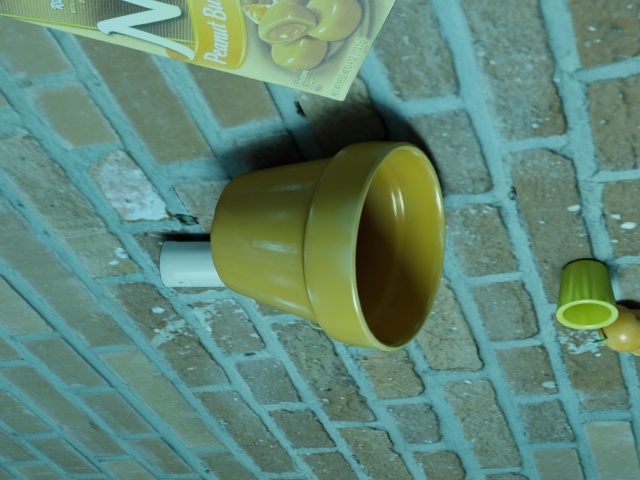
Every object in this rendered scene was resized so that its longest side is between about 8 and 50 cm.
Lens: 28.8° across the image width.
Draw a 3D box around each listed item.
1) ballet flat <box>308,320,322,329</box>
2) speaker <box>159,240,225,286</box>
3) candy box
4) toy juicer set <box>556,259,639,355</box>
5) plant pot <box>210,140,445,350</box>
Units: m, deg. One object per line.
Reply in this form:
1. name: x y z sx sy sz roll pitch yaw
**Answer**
1. ballet flat: 0.054 0.076 1.482 0.168 0.057 0.052 -25 173 40
2. speaker: -0.113 0.027 1.435 0.136 0.055 0.055 -1 148 9
3. candy box: -0.100 -0.229 0.991 0.317 0.087 0.183 12 148 -12
4. toy juicer set: 0.449 0.079 1.410 0.329 0.089 0.209 -14 144 26
5. plant pot: 0.000 0.000 1.264 0.188 0.205 0.205 5 152 29
